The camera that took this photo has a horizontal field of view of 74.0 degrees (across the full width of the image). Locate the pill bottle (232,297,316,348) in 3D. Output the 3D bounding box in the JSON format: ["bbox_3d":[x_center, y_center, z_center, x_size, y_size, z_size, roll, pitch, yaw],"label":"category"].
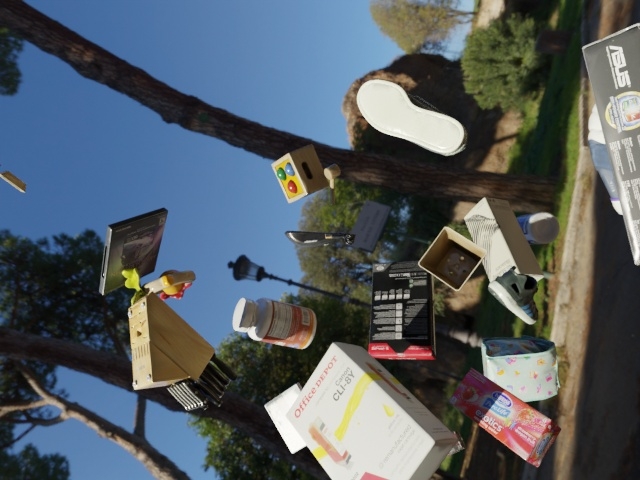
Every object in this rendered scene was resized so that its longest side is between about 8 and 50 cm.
[{"bbox_3d":[-0.130,0.230,1.203,0.121,0.216,0.121,-41,39,46],"label":"pill bottle"}]

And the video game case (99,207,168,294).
[{"bbox_3d":[-0.584,0.033,1.327,0.196,0.026,0.274,-31,-27,-52],"label":"video game case"}]

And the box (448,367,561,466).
[{"bbox_3d":[0.520,0.497,1.215,0.123,0.257,0.128,40,-97,-39],"label":"box"}]

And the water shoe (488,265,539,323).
[{"bbox_3d":[0.427,0.116,0.887,0.080,0.073,0.203,-48,-44,15],"label":"water shoe"}]

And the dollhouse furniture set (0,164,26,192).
[{"bbox_3d":[-0.770,-0.135,1.013,0.081,0.091,0.114,-59,-44,-23],"label":"dollhouse furniture set"}]

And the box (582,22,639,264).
[{"bbox_3d":[0.424,-0.126,0.562,0.216,0.060,0.270,-20,-85,-50],"label":"box"}]

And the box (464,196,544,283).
[{"bbox_3d":[0.529,0.013,1.244,0.113,0.094,0.275,121,149,-47],"label":"box"}]

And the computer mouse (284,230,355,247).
[{"bbox_3d":[0.000,0.000,1.507,0.184,0.262,0.060,168,105,-87],"label":"computer mouse"}]

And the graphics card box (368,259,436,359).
[{"bbox_3d":[0.309,0.259,1.604,0.094,0.233,0.370,48,-139,-53],"label":"graphics card box"}]

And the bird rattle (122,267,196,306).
[{"bbox_3d":[-0.495,0.151,1.378,0.253,0.207,0.143,8,-115,-61],"label":"bird rattle"}]

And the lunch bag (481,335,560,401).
[{"bbox_3d":[0.766,0.490,1.622,0.160,0.262,0.223,-57,-43,-71],"label":"lunch bag"}]

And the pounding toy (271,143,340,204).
[{"bbox_3d":[-0.034,-0.167,1.190,0.094,0.206,0.181,-28,-82,-28],"label":"pounding toy"}]

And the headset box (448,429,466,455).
[{"bbox_3d":[0.473,0.732,1.532,0.032,0.062,0.083,22,-53,-40],"label":"headset box"}]

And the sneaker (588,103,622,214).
[{"bbox_3d":[0.625,-0.197,0.703,0.130,0.323,0.236,-33,-76,-75],"label":"sneaker"}]

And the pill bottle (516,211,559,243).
[{"bbox_3d":[0.759,-0.040,1.538,0.187,0.112,0.112,153,134,-86],"label":"pill bottle"}]

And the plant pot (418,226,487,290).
[{"bbox_3d":[0.309,0.050,0.979,0.109,0.109,0.096,-54,-28,3],"label":"plant pot"}]

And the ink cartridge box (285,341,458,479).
[{"bbox_3d":[0.120,0.507,1.161,0.160,0.385,0.279,27,-83,-48],"label":"ink cartridge box"}]

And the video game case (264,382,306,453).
[{"bbox_3d":[-0.086,0.615,1.471,0.173,0.190,0.022,-40,-15,24],"label":"video game case"}]

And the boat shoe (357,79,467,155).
[{"bbox_3d":[0.230,-0.307,1.078,0.099,0.319,0.116,-3,-56,-56],"label":"boat shoe"}]

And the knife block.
[{"bbox_3d":[-0.318,0.268,1.021,0.242,0.088,0.275,10,-120,-49],"label":"knife block"}]
